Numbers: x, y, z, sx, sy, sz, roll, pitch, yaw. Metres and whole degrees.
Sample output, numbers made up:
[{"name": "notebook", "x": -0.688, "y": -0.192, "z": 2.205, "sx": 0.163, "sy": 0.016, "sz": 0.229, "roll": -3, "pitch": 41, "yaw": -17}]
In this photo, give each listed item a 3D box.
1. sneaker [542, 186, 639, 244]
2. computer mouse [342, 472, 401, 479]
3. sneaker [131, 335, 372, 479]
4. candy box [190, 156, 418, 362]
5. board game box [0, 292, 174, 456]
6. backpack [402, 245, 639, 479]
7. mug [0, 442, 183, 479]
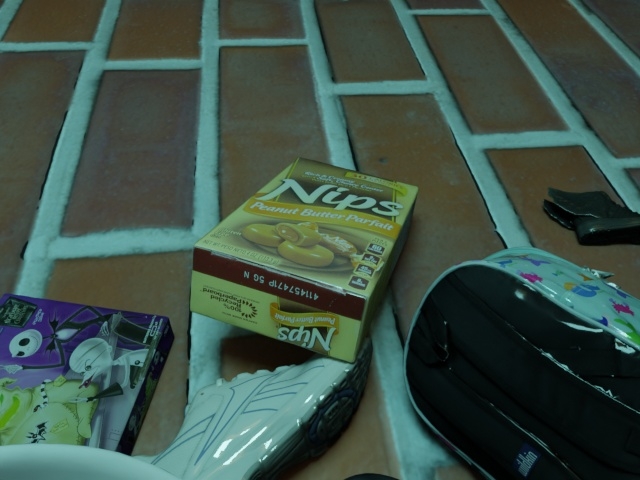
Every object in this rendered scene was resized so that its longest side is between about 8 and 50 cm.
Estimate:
[{"name": "sneaker", "x": 0.423, "y": -0.040, "z": 0.843, "sx": 0.170, "sy": 0.051, "sz": 0.089, "roll": -3, "pitch": 51, "yaw": -1}, {"name": "computer mouse", "x": 0.094, "y": 0.309, "z": 0.478, "sx": 0.188, "sy": 0.072, "sz": 0.272, "roll": -23, "pitch": 52, "yaw": -22}, {"name": "sneaker", "x": -0.062, "y": 0.176, "z": 0.576, "sx": 0.129, "sy": 0.111, "sz": 0.297, "roll": 33, "pitch": 52, "yaw": 32}, {"name": "candy box", "x": 0.000, "y": 0.000, "z": 0.692, "sx": 0.182, "sy": 0.088, "sz": 0.316, "roll": 16, "pitch": 29, "yaw": 11}, {"name": "board game box", "x": -0.300, "y": 0.211, "z": 0.568, "sx": 0.208, "sy": 0.056, "sz": 0.347, "roll": 4, "pitch": 46, "yaw": 7}, {"name": "backpack", "x": 0.215, "y": 0.128, "z": 0.558, "sx": 0.253, "sy": 0.225, "sz": 0.191, "roll": 32, "pitch": 30, "yaw": 30}, {"name": "mug", "x": -0.150, "y": 0.315, "z": 0.280, "sx": 0.374, "sy": 0.328, "sz": 0.276, "roll": 26, "pitch": 28, "yaw": -36}]
